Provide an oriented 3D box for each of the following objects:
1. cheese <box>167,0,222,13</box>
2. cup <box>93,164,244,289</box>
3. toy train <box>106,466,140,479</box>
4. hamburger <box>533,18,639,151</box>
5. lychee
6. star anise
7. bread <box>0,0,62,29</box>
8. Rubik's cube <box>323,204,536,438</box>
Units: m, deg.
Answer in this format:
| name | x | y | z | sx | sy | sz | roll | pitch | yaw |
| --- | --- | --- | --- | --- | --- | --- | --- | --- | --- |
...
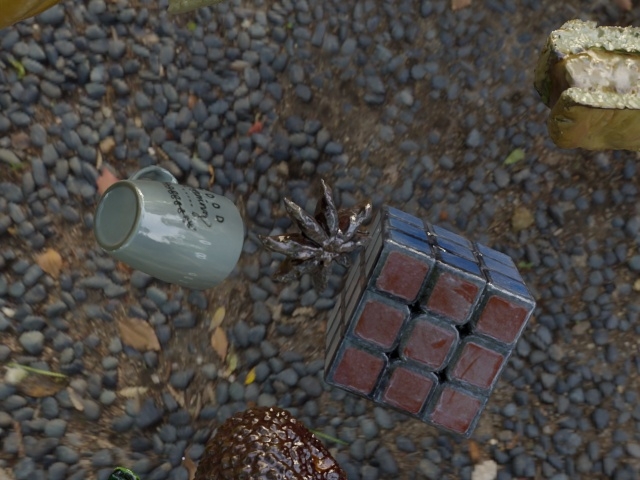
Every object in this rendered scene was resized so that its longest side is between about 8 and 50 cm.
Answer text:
| name | x | y | z | sx | sy | sz | roll | pitch | yaw |
| --- | --- | --- | --- | --- | --- | --- | --- | --- | --- |
| cheese | -0.152 | -0.530 | 1.754 | 0.383 | 0.384 | 0.104 | -19 | 107 | -13 |
| cup | -0.300 | -0.048 | 1.667 | 0.186 | 0.234 | 0.258 | -43 | 54 | 22 |
| toy train | -0.142 | 0.334 | 1.024 | 0.249 | 0.085 | 0.053 | 19 | 44 | 16 |
| hamburger | 0.348 | -0.163 | 0.994 | 0.262 | 0.131 | 0.124 | 0 | 62 | -17 |
| lychee | -0.096 | 0.404 | 1.414 | 0.271 | 0.271 | 0.272 | 2 | 76 | -8 |
| star anise | -0.001 | 0.000 | 0.957 | 0.141 | 0.141 | 0.042 | -22 | 37 | -13 |
| bread | -0.415 | -0.373 | 0.934 | 0.423 | 0.245 | 0.329 | -5 | 112 | 7 |
| Rubik's cube | 0.197 | 0.144 | 1.724 | 0.305 | 0.301 | 0.304 | 24 | 104 | -3 |
